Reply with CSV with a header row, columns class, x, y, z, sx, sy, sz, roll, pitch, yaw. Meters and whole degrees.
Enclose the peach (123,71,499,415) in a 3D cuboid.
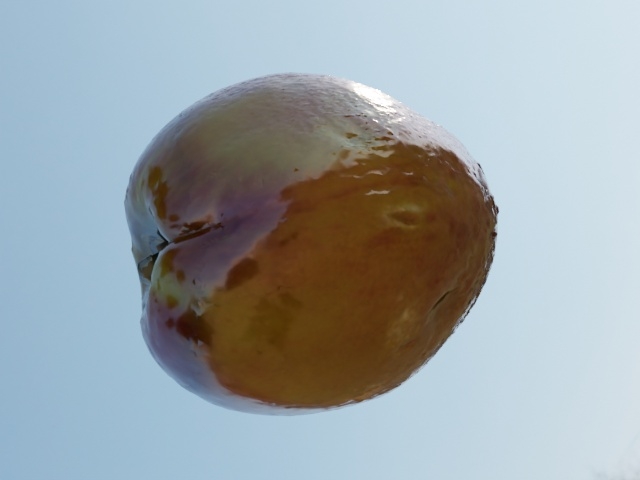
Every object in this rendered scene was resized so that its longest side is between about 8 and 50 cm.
class,x,y,z,sx,sy,sz,roll,pitch,yaw
peach,0.000,0.000,0.710,0.281,0.281,0.238,-1,-98,-56
